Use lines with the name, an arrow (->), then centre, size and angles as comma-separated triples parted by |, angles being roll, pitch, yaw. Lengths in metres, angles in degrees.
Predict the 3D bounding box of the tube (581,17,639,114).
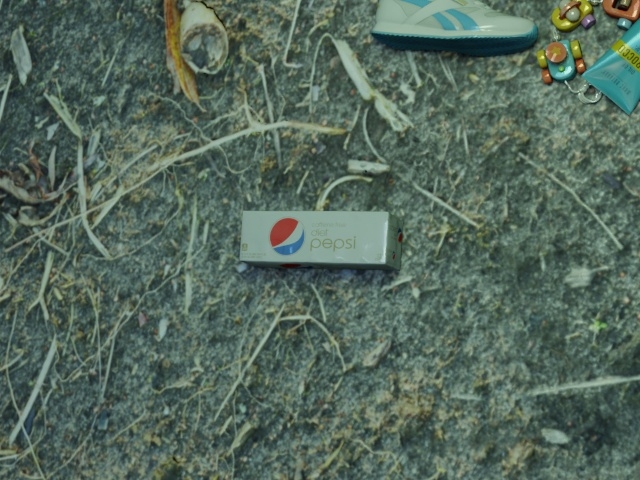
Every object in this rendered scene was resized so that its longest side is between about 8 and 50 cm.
tube -> 0.434, -0.266, 1.729 | 0.080, 0.052, 0.207 | 40, 99, 4

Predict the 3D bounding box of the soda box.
soda box -> 0.000, 0.000, 1.840 | 0.216, 0.069, 0.074 | 1, 81, 22

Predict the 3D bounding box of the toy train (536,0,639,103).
toy train -> 0.353, -0.270, 1.762 | 0.125, 0.046, 0.166 | 27, 91, 23

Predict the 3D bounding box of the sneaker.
sneaker -> 0.182, -0.303, 1.813 | 0.228, 0.087, 0.092 | 10, 83, 20
